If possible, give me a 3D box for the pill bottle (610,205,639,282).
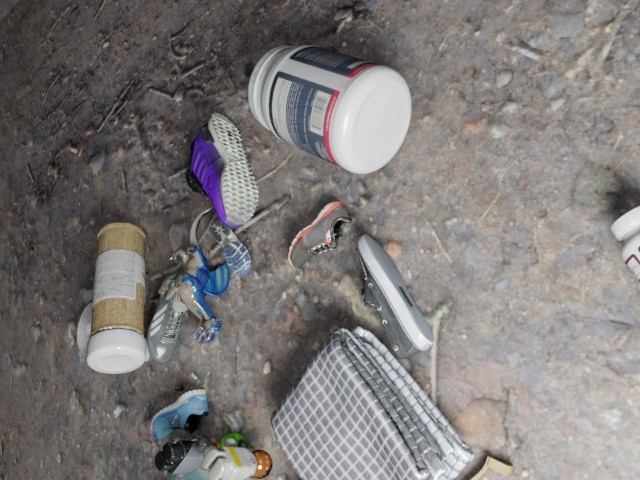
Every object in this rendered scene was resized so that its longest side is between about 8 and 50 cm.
[{"bbox_3d":[0.444,0.029,0.711,0.086,0.086,0.152,-37,59,24],"label":"pill bottle"}]

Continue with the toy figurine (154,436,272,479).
[{"bbox_3d":[-0.184,0.451,0.971,0.213,0.148,0.209,-13,64,36],"label":"toy figurine"}]

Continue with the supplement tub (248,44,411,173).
[{"bbox_3d":[0.013,-0.251,1.040,0.272,0.191,0.191,31,97,38],"label":"supplement tub"}]

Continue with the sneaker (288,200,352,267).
[{"bbox_3d":[0.000,0.000,1.069,0.065,0.061,0.158,47,107,29],"label":"sneaker"}]

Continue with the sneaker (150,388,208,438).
[{"bbox_3d":[-0.298,0.382,1.188,0.162,0.063,0.073,-41,61,22],"label":"sneaker"}]

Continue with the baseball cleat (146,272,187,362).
[{"bbox_3d":[-0.335,0.172,1.252,0.109,0.072,0.205,-11,70,56],"label":"baseball cleat"}]

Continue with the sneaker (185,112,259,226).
[{"bbox_3d":[-0.234,-0.134,1.259,0.146,0.102,0.293,-34,54,28],"label":"sneaker"}]

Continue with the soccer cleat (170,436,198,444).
[{"bbox_3d":[-0.293,0.432,1.192,0.083,0.029,0.035,-37,63,29],"label":"soccer cleat"}]

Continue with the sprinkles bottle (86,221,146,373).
[{"bbox_3d":[-0.468,0.124,1.302,0.121,0.121,0.355,-34,48,25],"label":"sprinkles bottle"}]

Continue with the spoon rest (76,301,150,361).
[{"bbox_3d":[-0.530,0.233,1.386,0.276,0.084,0.137,9,84,37],"label":"spoon rest"}]

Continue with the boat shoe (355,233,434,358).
[{"bbox_3d":[0.108,0.096,0.956,0.076,0.080,0.228,-39,66,21],"label":"boat shoe"}]

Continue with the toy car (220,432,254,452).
[{"bbox_3d":[-0.133,0.472,1.046,0.239,0.053,0.225,-31,61,26],"label":"toy car"}]

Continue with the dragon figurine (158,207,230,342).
[{"bbox_3d":[-0.257,0.080,1.220,0.085,0.144,0.289,-22,47,33],"label":"dragon figurine"}]

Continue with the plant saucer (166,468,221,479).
[{"bbox_3d":[-0.270,0.536,1.141,0.195,0.037,0.195,-11,71,35],"label":"plant saucer"}]

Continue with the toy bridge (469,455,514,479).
[{"bbox_3d":[0.222,0.404,0.815,0.063,0.026,0.188,16,88,41],"label":"toy bridge"}]

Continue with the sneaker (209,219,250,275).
[{"bbox_3d":[-0.187,0.016,1.214,0.052,0.058,0.135,-30,81,0],"label":"sneaker"}]

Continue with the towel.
[{"bbox_3d":[0.059,0.311,0.883,0.283,0.121,0.235,50,118,34],"label":"towel"}]
